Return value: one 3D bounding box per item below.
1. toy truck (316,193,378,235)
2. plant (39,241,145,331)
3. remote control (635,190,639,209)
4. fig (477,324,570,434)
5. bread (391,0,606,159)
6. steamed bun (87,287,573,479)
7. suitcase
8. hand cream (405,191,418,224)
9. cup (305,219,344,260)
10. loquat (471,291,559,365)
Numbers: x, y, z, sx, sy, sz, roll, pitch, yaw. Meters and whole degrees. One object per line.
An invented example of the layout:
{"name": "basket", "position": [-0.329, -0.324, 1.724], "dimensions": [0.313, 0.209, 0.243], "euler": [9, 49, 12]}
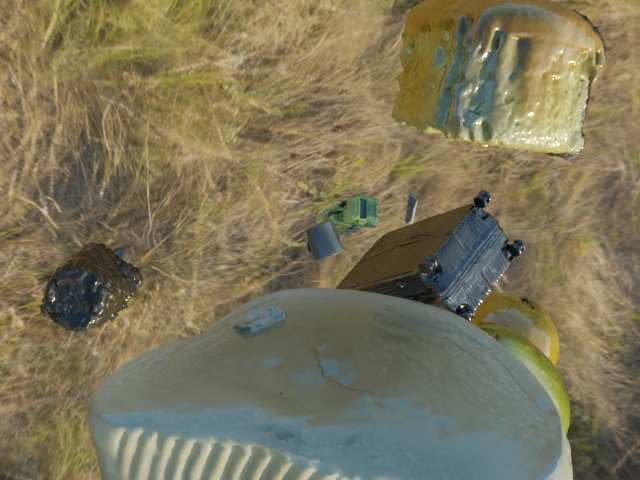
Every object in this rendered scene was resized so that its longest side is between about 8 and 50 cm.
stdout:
{"name": "toy truck", "position": [0.062, -0.061, 1.886], "dimensions": [0.100, 0.169, 0.077], "euler": [8, 77, -31]}
{"name": "plant", "position": [-0.389, 0.074, 1.332], "dimensions": [0.142, 0.203, 0.131], "euler": [36, 109, 3]}
{"name": "remote control", "position": [0.798, -0.083, 1.858], "dimensions": [0.029, 0.261, 0.067], "euler": [19, 111, 4]}
{"name": "fig", "position": [0.349, 0.300, 1.498], "dimensions": [0.258, 0.258, 0.326], "euler": [-27, 128, -12]}
{"name": "bread", "position": [0.216, -0.219, 0.969], "dimensions": [0.262, 0.162, 0.204], "euler": [12, 101, 19]}
{"name": "steamed bun", "position": [0.017, 0.175, 0.672], "dimensions": [0.384, 0.236, 0.247], "euler": [5, 124, 13]}
{"name": "suitcase", "position": [0.199, 0.060, 1.523], "dimensions": [0.152, 0.335, 0.229], "euler": [52, 57, -12]}
{"name": "hand cream", "position": [0.206, -0.068, 1.756], "dimensions": [0.019, 0.093, 0.030], "euler": [-25, 54, -21]}
{"name": "cup", "position": [0.000, 0.000, 1.827], "dimensions": [0.078, 0.100, 0.077], "euler": [-26, 97, -44]}
{"name": "loquat", "position": [0.437, 0.249, 1.854], "dimensions": [0.263, 0.263, 0.263], "euler": [0, 88, -13]}
